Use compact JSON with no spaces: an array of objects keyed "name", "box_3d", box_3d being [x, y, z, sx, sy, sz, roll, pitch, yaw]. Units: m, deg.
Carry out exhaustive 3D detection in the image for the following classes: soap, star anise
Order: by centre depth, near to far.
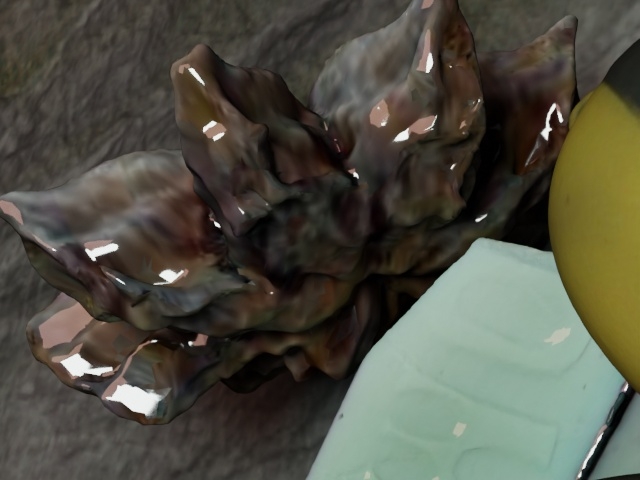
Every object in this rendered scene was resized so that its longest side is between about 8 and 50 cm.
[{"name":"soap","box_3d":[0.066,0.104,0.725,0.145,0.091,0.230,18,82,49]},{"name":"star anise","box_3d":[-0.001,0.001,0.780,0.236,0.223,0.109,-33,74,30]}]

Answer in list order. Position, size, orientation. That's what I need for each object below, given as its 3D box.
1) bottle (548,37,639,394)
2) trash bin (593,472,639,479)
[{"name":"bottle","box_3d":[0.222,-0.074,0.575,0.351,0.171,0.171,-42,43,9]},{"name":"trash bin","box_3d":[0.100,0.219,0.529,0.214,0.214,0.334,-24,56,35]}]
